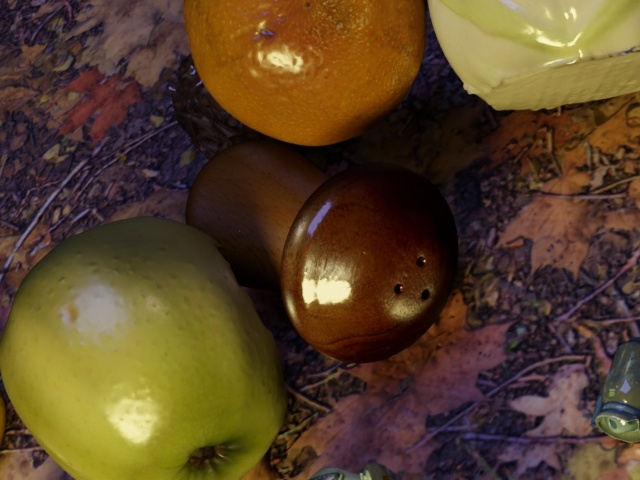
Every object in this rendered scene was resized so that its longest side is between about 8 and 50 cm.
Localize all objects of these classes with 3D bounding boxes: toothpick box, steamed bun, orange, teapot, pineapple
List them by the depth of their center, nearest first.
[{"bbox_3d":[0.257,0.124,1.354,0.063,0.049,0.083,6,58,38],"label":"teapot"},{"bbox_3d":[0.239,-0.284,1.515,0.309,0.309,0.309,-19,45,20],"label":"steamed bun"},{"bbox_3d":[0.000,0.000,1.554,0.192,0.192,0.294,-49,36,-12],"label":"toothpick box"},{"bbox_3d":[-0.009,-0.218,1.565,0.264,0.264,0.264,-19,45,20],"label":"orange"},{"bbox_3d":[-0.016,-0.233,1.805,0.175,0.175,0.361,14,50,42],"label":"pineapple"}]

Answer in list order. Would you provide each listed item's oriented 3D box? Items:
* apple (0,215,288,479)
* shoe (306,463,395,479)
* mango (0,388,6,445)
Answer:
[{"bbox_3d":[-0.165,0.114,1.499,0.279,0.279,0.279,-19,45,20],"label":"apple"},{"bbox_3d":[0.046,0.260,1.313,0.262,0.140,0.128,8,64,44],"label":"shoe"},{"bbox_3d":[-0.389,0.213,1.715,0.103,0.076,0.161,-9,53,24],"label":"mango"}]
